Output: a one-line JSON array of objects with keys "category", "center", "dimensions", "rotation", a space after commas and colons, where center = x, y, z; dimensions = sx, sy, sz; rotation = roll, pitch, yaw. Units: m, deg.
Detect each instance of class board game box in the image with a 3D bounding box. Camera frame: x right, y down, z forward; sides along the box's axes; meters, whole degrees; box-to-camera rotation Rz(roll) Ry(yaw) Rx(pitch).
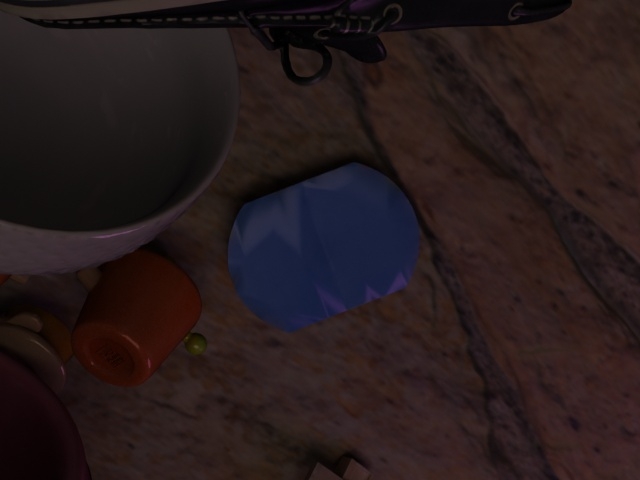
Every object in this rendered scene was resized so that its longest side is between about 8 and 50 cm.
[{"category": "board game box", "center": [0.000, 0.000, 1.397], "dimensions": [0.168, 0.033, 0.133], "rotation": [-22, 117, -1]}]

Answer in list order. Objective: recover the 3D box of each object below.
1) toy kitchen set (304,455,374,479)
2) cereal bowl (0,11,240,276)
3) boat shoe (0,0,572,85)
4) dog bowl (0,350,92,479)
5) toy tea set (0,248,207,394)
[{"category": "toy kitchen set", "center": [-0.009, 0.241, 1.543], "dimensions": [0.068, 0.075, 0.083], "rotation": [39, 69, -30]}, {"category": "cereal bowl", "center": [-0.234, -0.117, 1.136], "dimensions": [0.339, 0.339, 0.141], "rotation": [22, 141, -20]}, {"category": "boat shoe", "center": [-0.002, -0.202, 1.145], "dimensions": [0.500, 0.187, 0.156], "rotation": [-12, 136, -23]}, {"category": "dog bowl", "center": [-0.361, 0.211, 1.252], "dimensions": [0.408, 0.408, 0.150], "rotation": [7, 119, -12]}, {"category": "toy tea set", "center": [-0.224, -0.016, 1.329], "dimensions": [0.200, 0.124, 0.336], "rotation": [1, 130, 26]}]
